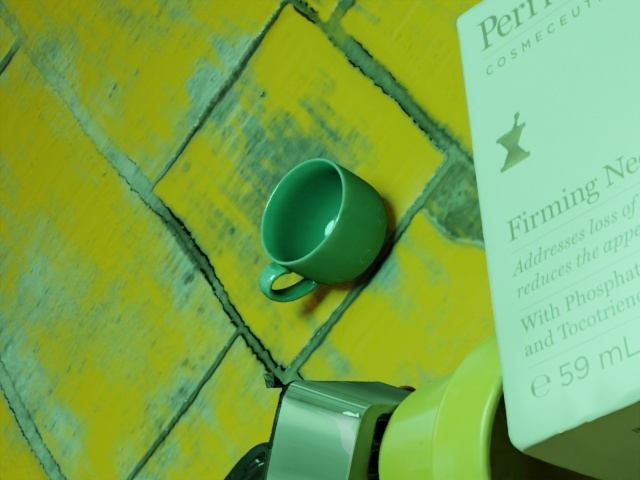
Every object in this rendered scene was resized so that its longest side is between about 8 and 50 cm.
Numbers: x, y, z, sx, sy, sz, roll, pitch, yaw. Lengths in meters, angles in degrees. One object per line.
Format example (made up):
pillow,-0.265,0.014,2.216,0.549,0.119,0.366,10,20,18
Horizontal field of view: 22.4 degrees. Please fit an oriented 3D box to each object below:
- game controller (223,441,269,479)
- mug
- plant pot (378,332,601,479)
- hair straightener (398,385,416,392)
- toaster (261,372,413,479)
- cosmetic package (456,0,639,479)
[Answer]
game controller,-0.110,0.371,1.741,0.319,0.067,0.166,-53,46,19
mug,0.002,-0.009,1.827,0.157,0.097,0.129,-33,48,31
plant pot,0.179,0.199,1.421,0.239,0.254,0.254,-17,55,59
hair straightener,0.045,0.261,1.663,0.230,0.047,0.089,-51,40,13
toaster,0.025,0.220,1.555,0.110,0.185,0.168,10,91,37
cosmetic package,0.343,-0.032,1.232,0.329,0.327,0.394,-31,50,38
